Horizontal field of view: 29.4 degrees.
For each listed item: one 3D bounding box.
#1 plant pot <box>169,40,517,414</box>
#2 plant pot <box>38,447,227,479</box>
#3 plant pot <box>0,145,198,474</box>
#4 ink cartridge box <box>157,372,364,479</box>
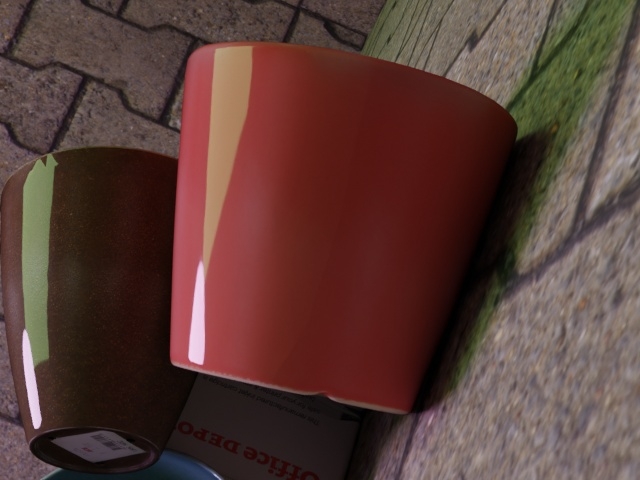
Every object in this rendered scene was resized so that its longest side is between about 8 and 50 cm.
[{"bbox_3d":[0.000,0.000,0.965,0.275,0.275,0.243,146,137,-82],"label":"plant pot"},{"bbox_3d":[-0.149,0.350,1.044,0.195,0.290,0.290,60,-139,-47],"label":"plant pot"},{"bbox_3d":[-0.181,0.073,1.047,0.215,0.215,0.230,119,156,-55],"label":"plant pot"},{"bbox_3d":[-0.059,0.143,1.197,0.114,0.197,0.273,116,175,-51],"label":"ink cartridge box"}]
